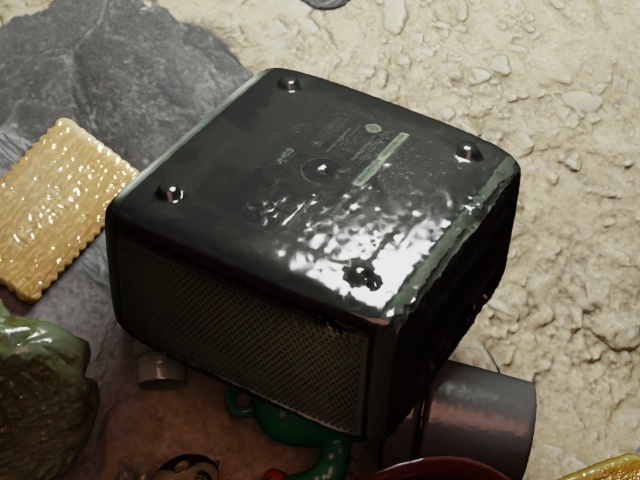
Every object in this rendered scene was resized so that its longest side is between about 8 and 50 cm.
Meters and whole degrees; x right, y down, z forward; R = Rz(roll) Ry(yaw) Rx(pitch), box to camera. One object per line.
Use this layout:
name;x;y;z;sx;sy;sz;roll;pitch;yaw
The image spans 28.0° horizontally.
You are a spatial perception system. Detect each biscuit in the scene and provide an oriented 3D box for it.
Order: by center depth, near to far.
biscuit;-0.380;-0.044;1.784;0.160;0.030;0.249;37;68;4

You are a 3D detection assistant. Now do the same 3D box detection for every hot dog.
hot dog;0.321;0.362;1.738;0.286;0.061;0.087;-13;69;-13

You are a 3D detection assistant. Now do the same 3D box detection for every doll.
doll;-0.207;0.330;1.648;0.179;0.102;0.089;-28;38;-18

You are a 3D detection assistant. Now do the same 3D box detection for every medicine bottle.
medicine bottle;-0.213;0.131;1.721;0.080;0.080;0.130;1;70;-9

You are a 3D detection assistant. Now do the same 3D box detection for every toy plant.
toy plant;0.070;0.232;1.686;0.400;0.185;0.279;10;97;2

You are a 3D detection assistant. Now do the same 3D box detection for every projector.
projector;0.000;0.000;1.616;0.405;0.242;0.395;22;43;21

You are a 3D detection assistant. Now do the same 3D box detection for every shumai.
shumai;-0.456;0.178;1.629;0.309;0.304;0.263;-3;34;-25

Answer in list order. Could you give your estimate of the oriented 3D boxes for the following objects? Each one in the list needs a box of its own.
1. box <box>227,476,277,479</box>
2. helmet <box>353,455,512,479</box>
box;-0.112;0.355;1.615;0.111;0.177;0.111;0;90;30
helmet;0.096;0.451;1.569;0.385;0.230;0.337;-8;77;-23
